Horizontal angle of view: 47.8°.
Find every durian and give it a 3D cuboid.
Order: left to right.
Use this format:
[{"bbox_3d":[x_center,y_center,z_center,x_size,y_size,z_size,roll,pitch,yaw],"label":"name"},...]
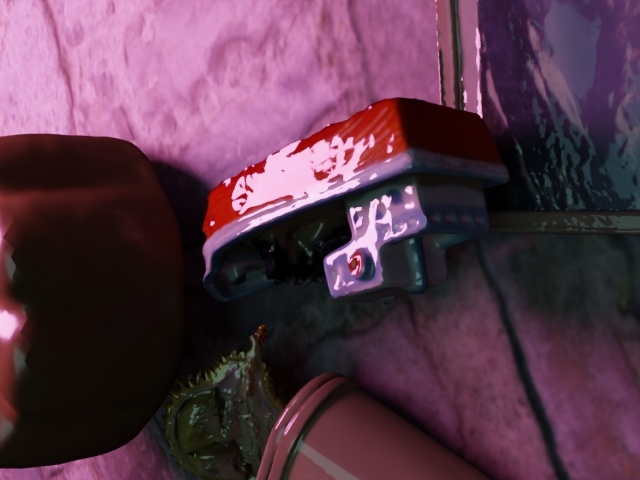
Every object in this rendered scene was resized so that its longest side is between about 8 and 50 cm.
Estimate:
[{"bbox_3d":[-0.088,0.166,0.750,0.146,0.102,0.208,9,118,-9],"label":"durian"}]

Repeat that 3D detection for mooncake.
[{"bbox_3d":[-0.318,0.062,0.812,0.378,0.200,0.378,2,92,51],"label":"mooncake"}]

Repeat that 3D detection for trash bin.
[{"bbox_3d":[0.061,0.279,0.665,0.247,0.121,0.243,27,114,27],"label":"trash bin"}]

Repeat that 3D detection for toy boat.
[{"bbox_3d":[0.000,0.000,0.629,0.332,0.145,0.133,-20,74,47],"label":"toy boat"}]

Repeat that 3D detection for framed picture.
[{"bbox_3d":[0.196,-0.170,0.532,0.247,0.022,0.335,2,100,37],"label":"framed picture"}]
